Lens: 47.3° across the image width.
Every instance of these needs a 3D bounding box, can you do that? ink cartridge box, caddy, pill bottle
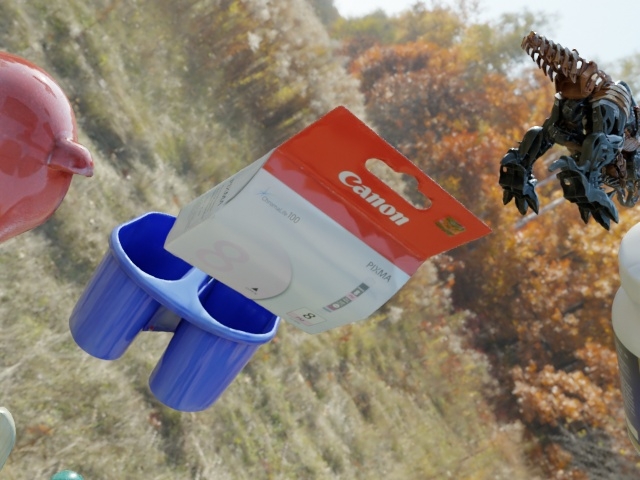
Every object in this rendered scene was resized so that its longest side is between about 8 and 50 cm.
[{"bbox_3d":[0.000,0.000,0.647,0.189,0.232,0.066,35,56,-27],"label":"ink cartridge box"},{"bbox_3d":[-0.172,0.070,0.977,0.241,0.179,0.341,34,11,-3],"label":"caddy"},{"bbox_3d":[0.373,0.108,0.721,0.153,0.153,0.264,-106,174,-57],"label":"pill bottle"}]

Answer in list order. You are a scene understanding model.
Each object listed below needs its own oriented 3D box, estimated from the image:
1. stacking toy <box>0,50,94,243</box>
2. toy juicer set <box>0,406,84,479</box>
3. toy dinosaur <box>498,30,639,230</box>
[{"bbox_3d":[-0.256,-0.015,0.412,0.130,0.279,0.309,15,14,-39],"label":"stacking toy"},{"bbox_3d":[-0.231,0.319,0.637,0.329,0.209,0.089,49,-2,-9],"label":"toy juicer set"},{"bbox_3d":[0.342,-0.142,0.969,0.322,0.218,0.164,38,-14,-15],"label":"toy dinosaur"}]
